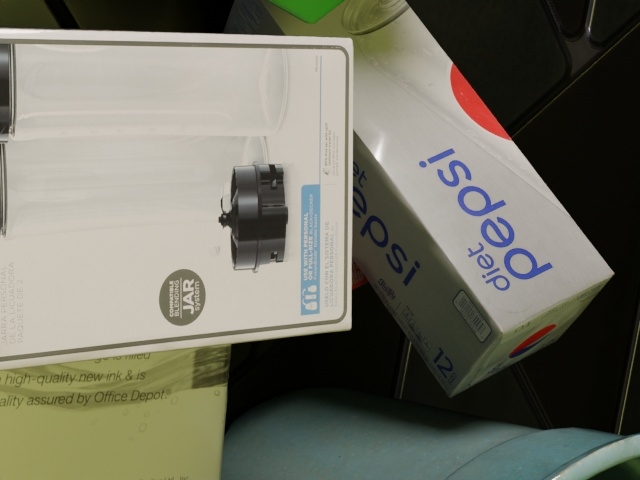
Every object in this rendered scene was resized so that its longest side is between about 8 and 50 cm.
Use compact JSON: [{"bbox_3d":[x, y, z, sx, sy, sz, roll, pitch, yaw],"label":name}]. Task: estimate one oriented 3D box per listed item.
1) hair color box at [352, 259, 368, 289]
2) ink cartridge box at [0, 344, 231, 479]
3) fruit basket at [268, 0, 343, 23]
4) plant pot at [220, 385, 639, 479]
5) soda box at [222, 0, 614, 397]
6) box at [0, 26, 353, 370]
[{"bbox_3d":[0.000,0.000,0.974,0.167,0.093,0.053,-25,112,-29],"label":"hair color box"},{"bbox_3d":[-0.179,0.088,0.841,0.223,0.129,0.307,2,96,-35],"label":"ink cartridge box"},{"bbox_3d":[-0.022,-0.342,0.746,0.392,0.283,0.392,-11,128,-14],"label":"fruit basket"},{"bbox_3d":[0.077,0.252,0.921,0.341,0.334,0.341,-6,100,-34],"label":"plant pot"},{"bbox_3d":[0.052,-0.051,0.904,0.098,0.091,0.286,-24,68,-29],"label":"soda box"},{"bbox_3d":[-0.124,-0.024,0.731,0.290,0.087,0.169,-3,97,-34],"label":"box"}]
